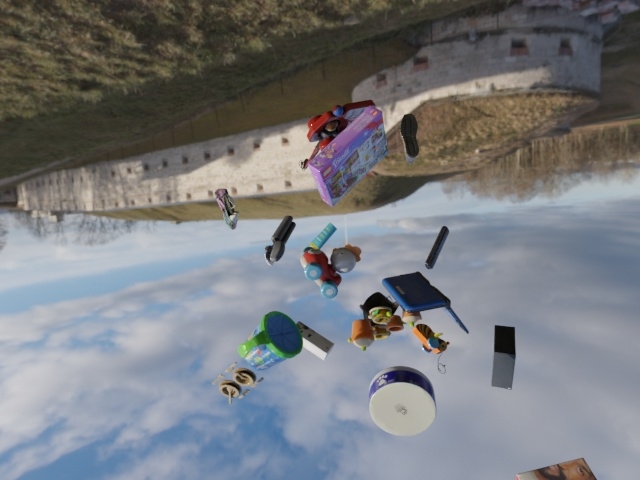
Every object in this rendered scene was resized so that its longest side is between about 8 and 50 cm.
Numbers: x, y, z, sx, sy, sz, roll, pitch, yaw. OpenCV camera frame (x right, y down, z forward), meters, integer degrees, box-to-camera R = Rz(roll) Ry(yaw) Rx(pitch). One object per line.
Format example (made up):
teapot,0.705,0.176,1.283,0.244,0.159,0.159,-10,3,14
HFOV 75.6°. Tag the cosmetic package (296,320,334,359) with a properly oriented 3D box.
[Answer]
cosmetic package,-0.051,0.540,2.241,0.239,0.060,0.099,30,-146,16

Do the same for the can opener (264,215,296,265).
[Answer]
can opener,-0.162,-0.002,1.810,0.095,0.075,0.283,-2,-139,28

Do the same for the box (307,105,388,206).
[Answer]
box,0.101,-0.274,1.366,0.057,0.293,0.200,38,166,29

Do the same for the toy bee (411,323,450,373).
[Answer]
toy bee,0.686,0.622,2.479,0.162,0.297,0.195,-20,178,-32

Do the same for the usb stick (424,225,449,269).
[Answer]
usb stick,0.690,0.042,2.439,0.045,0.277,0.077,14,159,44

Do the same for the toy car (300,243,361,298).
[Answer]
toy car,0.059,0.085,1.759,0.238,0.210,0.219,-37,-161,7

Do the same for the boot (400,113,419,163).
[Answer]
boot,0.389,-0.445,1.827,0.077,0.197,0.137,-2,174,8

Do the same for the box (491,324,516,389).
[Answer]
box,0.905,0.579,2.044,0.103,0.261,0.184,2,-145,20

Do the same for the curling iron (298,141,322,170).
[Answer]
curling iron,-0.031,-0.499,2.248,0.068,0.274,0.035,45,-163,31

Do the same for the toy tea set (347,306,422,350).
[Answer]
toy tea set,0.259,0.358,1.649,0.200,0.124,0.336,11,146,-21

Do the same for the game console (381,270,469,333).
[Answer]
game console,0.408,0.257,1.638,0.251,0.173,0.293,-10,-161,-8

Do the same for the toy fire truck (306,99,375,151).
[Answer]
toy fire truck,0.090,-0.561,1.960,0.303,0.169,0.254,-17,162,-28

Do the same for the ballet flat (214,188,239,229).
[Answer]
ballet flat,-0.442,-0.152,2.008,0.079,0.221,0.077,-7,-154,24

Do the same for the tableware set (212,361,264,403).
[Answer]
tableware set,-0.303,0.518,1.478,0.128,0.194,0.039,35,-145,-13

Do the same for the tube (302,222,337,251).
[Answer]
tube,0.000,0.000,2.132,0.080,0.207,0.052,41,179,42

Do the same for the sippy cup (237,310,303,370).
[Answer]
sippy cup,-0.239,0.485,1.924,0.306,0.224,0.240,35,-152,-26

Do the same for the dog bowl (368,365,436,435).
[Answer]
dog bowl,0.326,0.645,1.656,0.265,0.264,0.104,-2,-161,10

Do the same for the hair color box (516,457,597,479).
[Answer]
hair color box,0.576,0.599,0.994,0.168,0.053,0.093,-17,-144,3

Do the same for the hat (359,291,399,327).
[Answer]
hat,0.280,0.347,2.114,0.331,0.133,0.331,-38,174,-5
